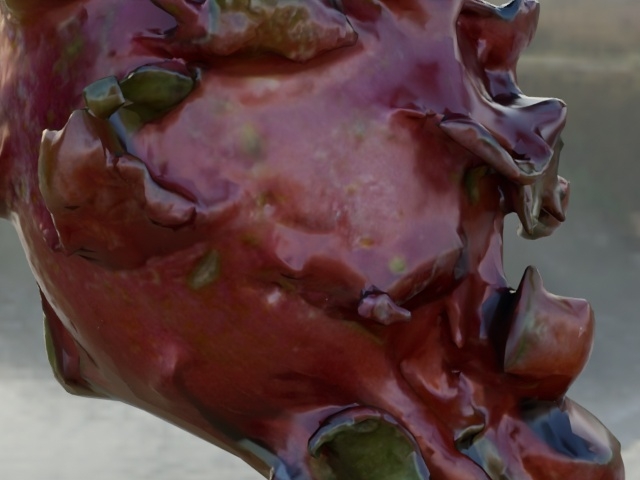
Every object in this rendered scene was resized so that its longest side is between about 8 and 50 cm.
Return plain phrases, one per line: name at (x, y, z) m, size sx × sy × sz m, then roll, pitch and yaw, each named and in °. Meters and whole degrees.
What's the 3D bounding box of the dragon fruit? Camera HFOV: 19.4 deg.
dragon fruit at (0.000, 0.000, 0.444) m, size 0.150 × 0.207 × 0.133 m, roll -35°, pitch 4°, yaw 4°
